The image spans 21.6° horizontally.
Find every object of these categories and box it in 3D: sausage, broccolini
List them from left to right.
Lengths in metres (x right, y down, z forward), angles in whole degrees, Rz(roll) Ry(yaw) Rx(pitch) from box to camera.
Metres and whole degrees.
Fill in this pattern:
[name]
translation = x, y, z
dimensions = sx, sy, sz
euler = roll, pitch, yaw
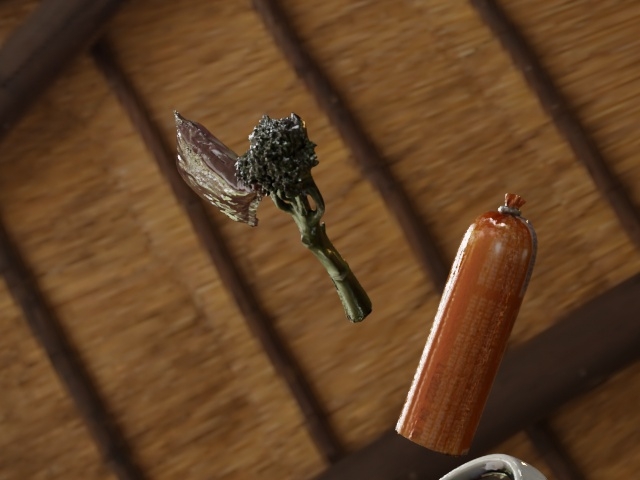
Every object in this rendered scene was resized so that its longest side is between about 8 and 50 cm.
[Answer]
[broccolini]
translation = 0.001, 0.001, 0.906
dimensions = 0.042, 0.044, 0.218
euler = 13, -24, 22
[sausage]
translation = 0.135, 0.070, 1.474
dimensions = 0.071, 0.071, 0.234
euler = 25, -80, 35

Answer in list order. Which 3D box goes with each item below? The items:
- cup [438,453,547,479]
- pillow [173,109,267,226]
[cup]
translation = 0.143, 0.341, 1.558
dimensions = 0.258, 0.219, 0.289
euler = -30, -138, 42
[pillow]
translation = -0.099, -0.063, 1.576
dimensions = 0.118, 0.043, 0.185
euler = 43, -8, 5
